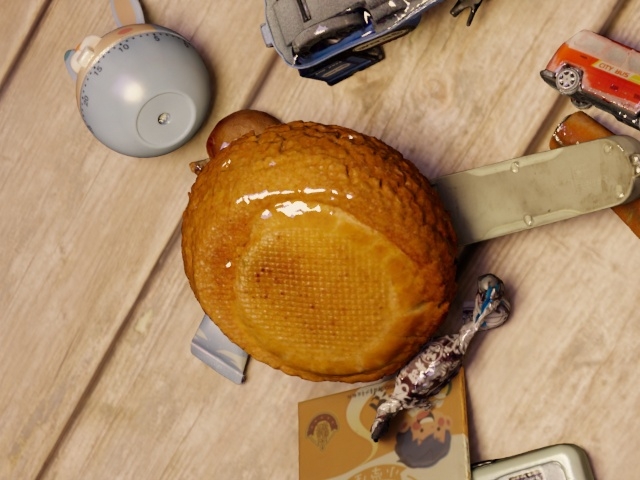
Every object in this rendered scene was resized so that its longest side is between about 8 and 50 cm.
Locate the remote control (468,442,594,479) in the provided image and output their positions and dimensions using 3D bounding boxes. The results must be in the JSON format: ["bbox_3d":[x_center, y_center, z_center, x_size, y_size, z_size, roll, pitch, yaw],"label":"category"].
[{"bbox_3d":[0.160,0.315,1.717,0.296,0.056,0.140,-20,76,24],"label":"remote control"}]

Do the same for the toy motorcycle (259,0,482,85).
[{"bbox_3d":[0.099,-0.282,1.706,0.359,0.213,0.125,-23,79,28],"label":"toy motorcycle"}]

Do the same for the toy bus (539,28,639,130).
[{"bbox_3d":[0.317,-0.158,1.655,0.174,0.079,0.077,31,92,26],"label":"toy bus"}]

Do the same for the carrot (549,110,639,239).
[{"bbox_3d":[0.332,-0.044,1.644,0.225,0.067,0.067,47,107,23],"label":"carrot"}]

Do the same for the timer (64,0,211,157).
[{"bbox_3d":[-0.240,-0.207,1.897,0.255,0.175,0.175,44,106,23],"label":"timer"}]

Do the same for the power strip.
[{"bbox_3d":[0.225,-0.054,1.664,0.286,0.048,0.080,-15,91,45],"label":"power strip"}]

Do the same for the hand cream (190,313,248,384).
[{"bbox_3d":[-0.079,0.039,1.865,0.088,0.055,0.256,29,106,28],"label":"hand cream"}]

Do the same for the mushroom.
[{"bbox_3d":[-0.104,-0.102,1.867,0.130,0.073,0.088,-23,82,24],"label":"mushroom"}]

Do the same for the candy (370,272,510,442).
[{"bbox_3d":[0.121,0.129,1.714,0.051,0.094,0.226,41,96,22],"label":"candy"}]

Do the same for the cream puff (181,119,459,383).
[{"bbox_3d":[0.000,0.000,1.713,0.303,0.212,0.303,6,125,8],"label":"cream puff"}]

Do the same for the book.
[{"bbox_3d":[0.069,0.290,1.725,0.208,0.020,0.295,-16,57,25],"label":"book"}]
